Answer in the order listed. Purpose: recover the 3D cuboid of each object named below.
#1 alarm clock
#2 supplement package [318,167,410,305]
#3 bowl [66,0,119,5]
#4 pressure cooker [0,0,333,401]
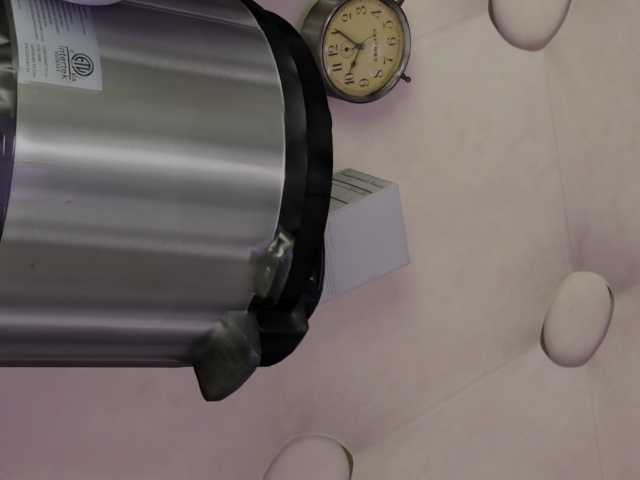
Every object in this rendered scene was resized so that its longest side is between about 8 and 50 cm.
[{"bbox_3d":[0.021,-0.222,1.375,0.192,0.064,0.129,-15,113,-34],"label":"alarm clock"},{"bbox_3d":[0.000,0.000,1.403,0.179,0.105,0.105,-23,116,-27],"label":"supplement package"},{"bbox_3d":[-0.181,-0.275,0.913,0.298,0.297,0.134,2,136,-36],"label":"bowl"},{"bbox_3d":[-0.185,-0.059,1.085,0.421,0.376,0.369,3,99,-35],"label":"pressure cooker"}]
